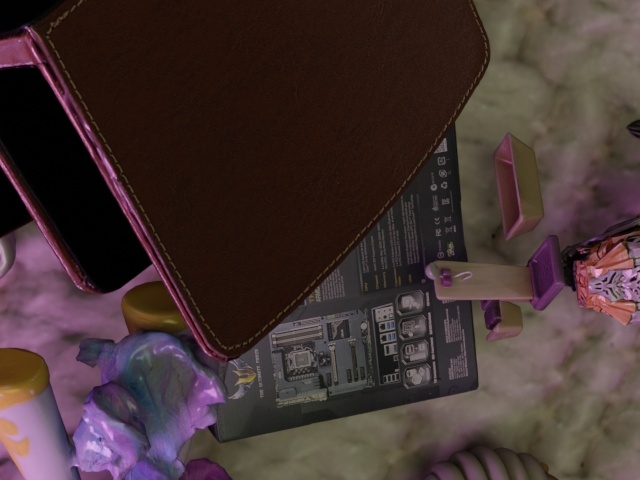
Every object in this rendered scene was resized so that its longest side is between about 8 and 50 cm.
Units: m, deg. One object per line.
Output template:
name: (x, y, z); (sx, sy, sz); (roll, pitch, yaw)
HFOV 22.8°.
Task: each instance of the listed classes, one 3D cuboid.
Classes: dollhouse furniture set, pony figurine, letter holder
dollhouse furniture set: (0.096, -0.004, 1.022); (0.081, 0.091, 0.114); (2, 63, -14)
pony figurine: (-0.137, 0.198, 0.923); (0.350, 0.303, 0.364); (5, 121, 9)
letter holder: (-0.059, -0.095, 0.878); (0.302, 0.152, 0.214); (-49, 122, -37)

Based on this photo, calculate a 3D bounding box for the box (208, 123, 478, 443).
box: (0.000, 0.000, 1.028); (0.183, 0.059, 0.233); (-11, 103, -15)

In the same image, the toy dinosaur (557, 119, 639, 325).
toy dinosaur: (0.304, 0.004, 1.032); (0.321, 0.218, 0.164); (12, 96, -18)

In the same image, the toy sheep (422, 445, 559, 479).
toy sheep: (0.109, 0.183, 1.082); (0.132, 0.091, 0.091); (-6, 102, -18)

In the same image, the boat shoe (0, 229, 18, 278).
boat shoe: (-0.302, -0.044, 0.915); (0.277, 0.096, 0.098); (20, 94, -19)
